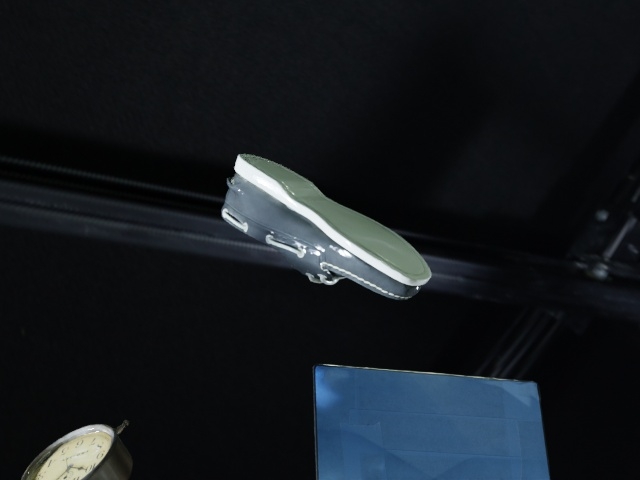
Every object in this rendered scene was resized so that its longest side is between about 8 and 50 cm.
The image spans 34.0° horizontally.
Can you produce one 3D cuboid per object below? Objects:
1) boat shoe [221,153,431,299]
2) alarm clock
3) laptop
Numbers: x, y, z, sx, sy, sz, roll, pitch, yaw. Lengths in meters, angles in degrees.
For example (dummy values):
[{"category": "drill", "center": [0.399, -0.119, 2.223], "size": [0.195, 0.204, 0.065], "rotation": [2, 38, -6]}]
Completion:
[{"category": "boat shoe", "center": [0.000, 0.000, 1.243], "size": [0.114, 0.302, 0.091], "rotation": [4, -64, -48]}, {"category": "alarm clock", "center": [-0.291, 0.292, 1.234], "size": [0.129, 0.192, 0.064], "rotation": [-20, -70, 15]}, {"category": "laptop", "center": [0.207, 0.351, 1.422], "size": [0.381, 0.408, 0.237], "rotation": [6, -82, -19]}]
